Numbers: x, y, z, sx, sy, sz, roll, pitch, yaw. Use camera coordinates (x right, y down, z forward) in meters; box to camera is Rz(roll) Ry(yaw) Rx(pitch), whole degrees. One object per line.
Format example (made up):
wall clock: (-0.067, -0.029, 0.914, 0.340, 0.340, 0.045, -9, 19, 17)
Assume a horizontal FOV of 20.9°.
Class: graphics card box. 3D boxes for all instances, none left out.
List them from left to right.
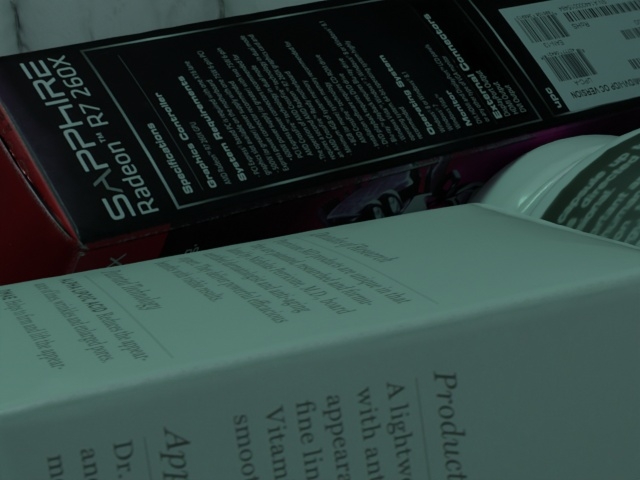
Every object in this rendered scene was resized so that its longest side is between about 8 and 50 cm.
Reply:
graphics card box: (0.000, 0.000, 0.749, 0.371, 0.094, 0.233, -16, -29, -37)

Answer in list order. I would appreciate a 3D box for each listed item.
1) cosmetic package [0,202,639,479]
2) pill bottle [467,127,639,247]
cosmetic package: (-0.002, 0.083, 0.485, 0.183, 0.151, 0.151, -10, 11, -17)
pill bottle: (0.153, 0.043, 0.560, 0.161, 0.161, 0.283, -11, 12, -18)
